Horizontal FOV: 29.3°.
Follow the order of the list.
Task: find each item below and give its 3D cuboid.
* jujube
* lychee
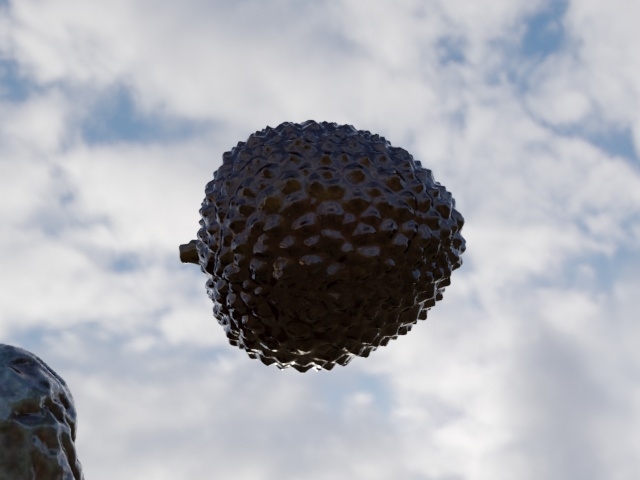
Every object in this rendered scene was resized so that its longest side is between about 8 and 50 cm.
[{"bbox_3d":[-0.329,0.267,1.240,0.226,0.226,0.317,-14,-76,-1],"label":"jujube"},{"bbox_3d":[0.000,0.000,1.285,0.304,0.276,0.276,-2,-37,7],"label":"lychee"}]
